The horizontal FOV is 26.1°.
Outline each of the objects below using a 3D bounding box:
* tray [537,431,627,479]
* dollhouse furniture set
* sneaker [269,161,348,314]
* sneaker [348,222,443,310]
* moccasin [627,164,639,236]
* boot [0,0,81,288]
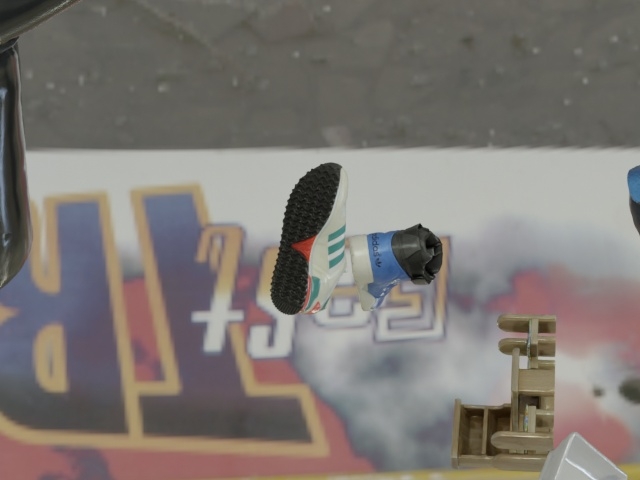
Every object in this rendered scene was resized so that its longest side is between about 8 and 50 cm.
[{"bbox_3d":[0.284,0.306,1.565,0.030,0.145,0.270,20,170,30],"label":"tray"},{"bbox_3d":[0.282,0.259,2.141,0.161,0.212,0.242,1,145,10],"label":"dollhouse furniture set"},{"bbox_3d":[0.000,0.000,1.418,0.057,0.161,0.075,16,-178,33],"label":"sneaker"},{"bbox_3d":[0.074,0.026,1.293,0.084,0.058,0.152,-8,161,3],"label":"sneaker"},{"bbox_3d":[0.455,-0.051,1.554,0.342,0.117,0.137,-15,-170,-35],"label":"moccasin"},{"bbox_3d":[-0.251,-0.116,1.101,0.367,0.146,0.445,-18,145,-23],"label":"boot"}]
